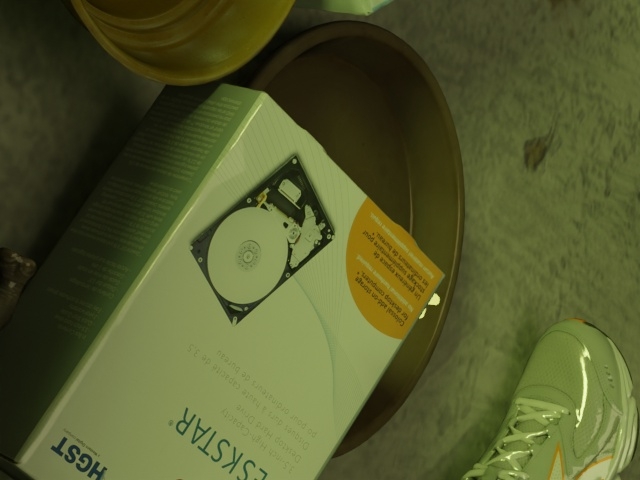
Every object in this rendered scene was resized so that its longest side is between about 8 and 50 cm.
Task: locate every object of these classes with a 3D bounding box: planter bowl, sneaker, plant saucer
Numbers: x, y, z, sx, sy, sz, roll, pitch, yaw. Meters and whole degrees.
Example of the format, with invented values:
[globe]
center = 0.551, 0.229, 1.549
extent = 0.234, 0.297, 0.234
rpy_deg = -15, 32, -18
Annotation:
[planter bowl]
center = -0.097, -0.191, 1.018
extent = 0.217, 0.090, 0.217
rpy_deg = -13, 107, -51
[sneaker]
center = 0.148, 0.177, 1.421
extent = 0.121, 0.099, 0.262
rpy_deg = 27, 75, -47
[plant saucer]
center = 0.000, 0.000, 1.230
extent = 0.278, 0.041, 0.278
rpy_deg = -14, 108, -52

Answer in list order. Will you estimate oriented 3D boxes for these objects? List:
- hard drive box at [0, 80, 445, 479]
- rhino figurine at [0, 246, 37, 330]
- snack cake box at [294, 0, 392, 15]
[hard drive box]
center = -0.064, 0.057, 1.066
extent = 0.181, 0.089, 0.232
rpy_deg = 43, 74, -38
[rhino figurine]
center = -0.236, 0.016, 0.894
extent = 0.243, 0.073, 0.106
rpy_deg = 34, 67, -49
[snack cake box]
center = 0.061, -0.257, 1.217
extent = 0.264, 0.089, 0.152
rpy_deg = -35, 126, -44
